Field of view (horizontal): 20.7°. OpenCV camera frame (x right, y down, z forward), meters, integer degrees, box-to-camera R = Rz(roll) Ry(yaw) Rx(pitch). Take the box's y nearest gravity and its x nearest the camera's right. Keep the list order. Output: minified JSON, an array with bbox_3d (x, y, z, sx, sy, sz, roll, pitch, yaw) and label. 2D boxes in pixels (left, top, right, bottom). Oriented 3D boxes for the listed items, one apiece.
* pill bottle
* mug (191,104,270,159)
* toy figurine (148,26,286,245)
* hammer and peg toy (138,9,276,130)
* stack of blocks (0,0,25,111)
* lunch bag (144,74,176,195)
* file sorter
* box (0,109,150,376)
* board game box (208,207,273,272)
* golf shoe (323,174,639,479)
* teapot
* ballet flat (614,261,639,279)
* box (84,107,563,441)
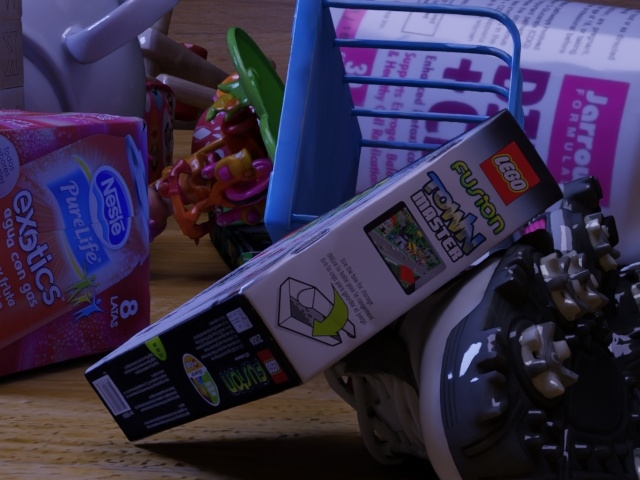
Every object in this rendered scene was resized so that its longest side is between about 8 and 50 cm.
[{"bbox_3d":[0.140,-0.059,1.024,0.283,0.160,0.160,10,11,22],"label":"pill bottle"},{"bbox_3d":[-0.010,-0.062,1.492,0.169,0.150,0.113,-1,43,34],"label":"mug"},{"bbox_3d":[-0.090,-0.037,1.155,0.159,0.130,0.173,-29,33,9],"label":"toy figurine"},{"bbox_3d":[-0.157,-0.165,1.782,0.361,0.127,0.266,4,-14,35],"label":"hammer and peg toy"},{"bbox_3d":[-0.278,-0.115,1.081,0.171,0.297,0.087,2,8,11],"label":"stack of blocks"},{"bbox_3d":[-0.264,-0.087,1.490,0.258,0.120,0.293,3,5,6],"label":"lunch bag"},{"bbox_3d":[0.043,-0.028,0.839,0.104,0.118,0.170,4,-20,10],"label":"file sorter"},{"bbox_3d":[-0.221,-0.007,0.921,0.257,0.123,0.128,6,11,40],"label":"box"},{"bbox_3d":[0.000,0.000,1.204,0.136,0.030,0.259,-4,8,-7],"label":"board game box"},{"bbox_3d":[0.059,0.056,0.627,0.120,0.105,0.273,-23,3,14],"label":"golf shoe"},{"bbox_3d":[-0.236,-0.096,1.217,0.252,0.256,0.187,11,18,-8],"label":"teapot"},{"bbox_3d":[0.190,0.029,0.917,0.041,0.041,0.114,-6,10,-34],"label":"ballet flat"},{"bbox_3d":[-0.008,0.019,0.634,0.114,0.036,0.207,-34,2,-23],"label":"box"}]
